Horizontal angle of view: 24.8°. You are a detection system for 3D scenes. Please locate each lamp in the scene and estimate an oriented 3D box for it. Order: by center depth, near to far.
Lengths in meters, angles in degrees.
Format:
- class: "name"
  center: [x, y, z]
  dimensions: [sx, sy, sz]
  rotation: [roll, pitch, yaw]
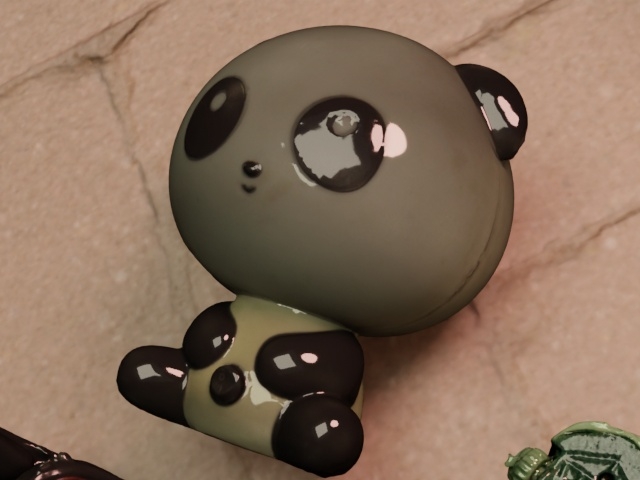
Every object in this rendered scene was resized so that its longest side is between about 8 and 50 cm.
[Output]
- class: "lamp"
  center: [0.000, 0.000, 0.800]
  dimensions: [0.198, 0.198, 0.244]
  rotation: [14, 77, 30]

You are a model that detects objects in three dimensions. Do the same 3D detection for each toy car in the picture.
- class: "toy car"
  center: [0.111, 0.177, 0.715]
  dimensions: [0.093, 0.058, 0.186]
  rotation: [34, 91, 35]

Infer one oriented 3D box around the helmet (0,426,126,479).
- class: "helmet"
  center: [-0.165, 0.185, 0.747]
  dimensions: [0.216, 0.193, 0.189]
  rotation: [-21, 19, -35]
